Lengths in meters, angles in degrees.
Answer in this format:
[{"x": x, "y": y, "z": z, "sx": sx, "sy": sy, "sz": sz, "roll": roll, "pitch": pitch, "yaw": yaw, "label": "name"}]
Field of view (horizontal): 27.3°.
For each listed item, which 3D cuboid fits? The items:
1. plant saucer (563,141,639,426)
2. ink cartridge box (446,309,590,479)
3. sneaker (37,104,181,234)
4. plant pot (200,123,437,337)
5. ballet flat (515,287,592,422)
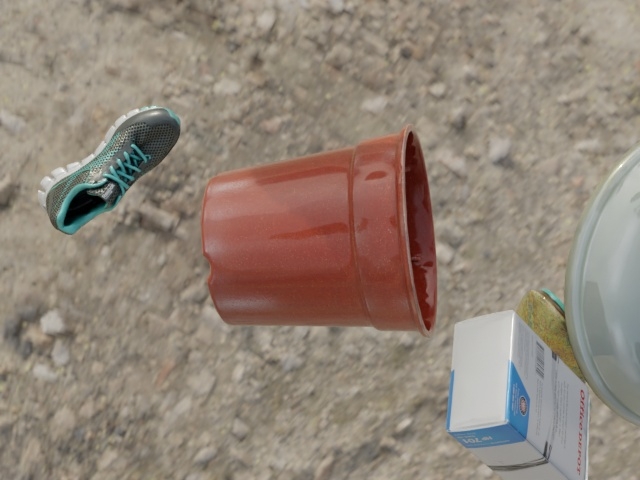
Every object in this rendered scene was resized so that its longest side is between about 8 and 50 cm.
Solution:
[{"x": 0.489, "y": 0.053, "z": 1.611, "sx": 0.400, "sy": 0.100, "sz": 0.401, "roll": -5, "pitch": 101, "yaw": -24, "label": "plant saucer"}, {"x": 0.224, "y": 0.187, "z": 1.472, "sx": 0.190, "sy": 0.082, "sz": 0.140, "roll": 44, "pitch": 43, "yaw": -41, "label": "ink cartridge box"}, {"x": -0.200, "y": -0.062, "z": 1.277, "sx": 0.065, "sy": 0.166, "sz": 0.076, "roll": 45, "pitch": 12, "yaw": -32, "label": "sneaker"}, {"x": 0.000, "y": 0.000, "z": 1.687, "sx": 0.265, "sy": 0.272, "sz": 0.273, "roll": -6, "pitch": 64, "yaw": 11, "label": "plant pot"}, {"x": 0.291, "y": 0.185, "z": 1.742, "sx": 0.123, "sy": 0.348, "sz": 0.123, "roll": -7, "pitch": 61, "yaw": 12, "label": "ballet flat"}]
